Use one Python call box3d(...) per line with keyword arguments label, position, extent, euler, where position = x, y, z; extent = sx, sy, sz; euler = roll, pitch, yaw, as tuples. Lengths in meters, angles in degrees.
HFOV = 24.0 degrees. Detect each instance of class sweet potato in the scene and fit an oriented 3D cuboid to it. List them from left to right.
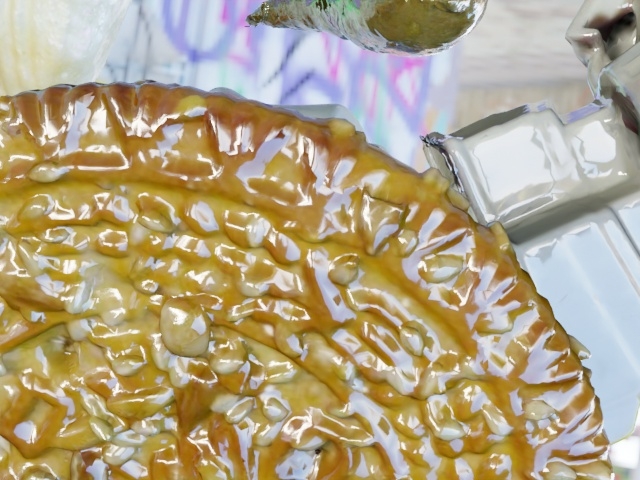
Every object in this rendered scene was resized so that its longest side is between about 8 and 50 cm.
box3d(label="sweet potato", position=(0.053, -0.254, 1.579), extent=(0.130, 0.130, 0.423), euler=(10, -178, -28))

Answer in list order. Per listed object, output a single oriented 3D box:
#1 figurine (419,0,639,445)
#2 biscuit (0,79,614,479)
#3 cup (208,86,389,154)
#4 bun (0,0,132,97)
box3d(label="figurine", position=(0.196, -0.041, 0.655), extent=(0.308, 0.308, 0.143), euler=(7, 168, 16))
box3d(label="biscuit", position=(-0.050, 0.087, 0.513), extent=(0.305, 0.305, 0.038), euler=(8, -151, 6))
box3d(label="cup", position=(0.000, 0.000, 1.544), extent=(0.163, 0.347, 0.347), euler=(-9, 172, 13))
box3d(label="bun", position=(-0.315, -0.271, 1.268), extent=(0.365, 0.365, 0.219), euler=(7, -141, 10))
